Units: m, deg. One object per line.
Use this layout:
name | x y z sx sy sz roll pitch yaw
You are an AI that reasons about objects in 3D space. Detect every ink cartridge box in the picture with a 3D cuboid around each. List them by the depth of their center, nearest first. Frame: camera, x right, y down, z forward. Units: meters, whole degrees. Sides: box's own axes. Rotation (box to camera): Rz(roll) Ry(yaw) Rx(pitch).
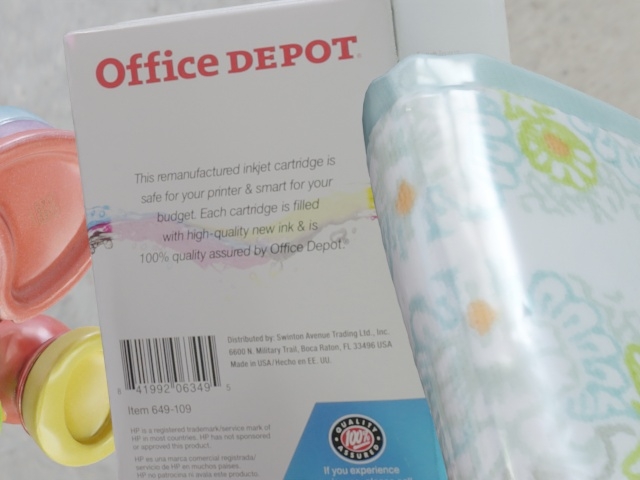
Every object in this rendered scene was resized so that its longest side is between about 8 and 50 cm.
ink cartridge box | 0.000 0.000 0.985 0.198 0.197 0.270 -4 95 24

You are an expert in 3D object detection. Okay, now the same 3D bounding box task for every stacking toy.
stacking toy | -0.289 0.056 1.377 0.279 0.130 0.309 -26 125 -38

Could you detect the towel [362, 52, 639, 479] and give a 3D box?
towel | 0.201 0.086 0.767 0.374 0.090 0.320 18 36 -28
